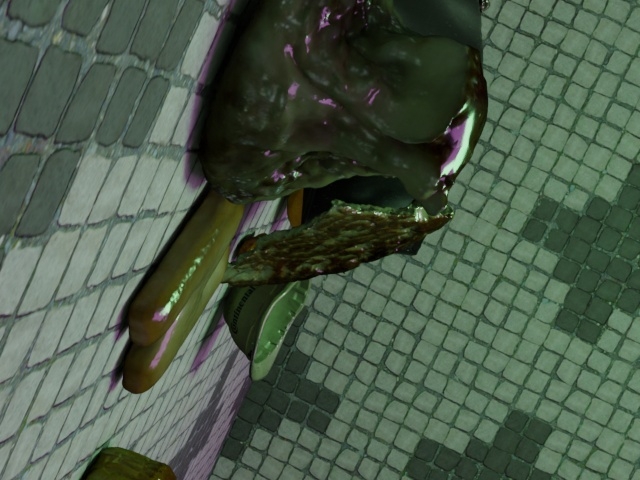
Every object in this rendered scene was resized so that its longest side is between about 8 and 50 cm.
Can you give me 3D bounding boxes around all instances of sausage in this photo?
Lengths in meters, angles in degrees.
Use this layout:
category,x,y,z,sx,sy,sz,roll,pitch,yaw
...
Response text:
category,x,y,z,sx,sy,sz,roll,pitch,yaw
sausage,-0.132,0.020,1.997,0.062,0.054,0.183,-37,-178,8

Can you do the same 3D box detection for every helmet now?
category,x,y,z,sx,sy,sz,roll,pitch,yaw
helmet,-0.138,0.155,2.113,0.257,0.137,0.204,-62,164,-9

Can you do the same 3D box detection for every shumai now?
category,x,y,z,sx,sy,sz,roll,pitch,yaw
shumai,0.048,-0.173,1.288,0.397,0.323,0.324,108,7,-55

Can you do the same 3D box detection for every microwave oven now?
category,x,y,z,sx,sy,sz,roll,pitch,yaw
microwave oven,0.117,-0.227,1.813,0.432,0.236,0.374,111,-15,-58

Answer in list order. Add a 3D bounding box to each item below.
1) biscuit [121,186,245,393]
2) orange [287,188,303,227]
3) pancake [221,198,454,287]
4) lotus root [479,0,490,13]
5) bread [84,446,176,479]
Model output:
category,x,y,z,sx,sy,sz,roll,pitch,yaw
biscuit,-0.196,0.066,1.431,0.291,0.062,0.237,-60,174,-39
orange,0.038,-0.089,2.283,0.246,0.246,0.246,25,90,-86
pancake,0.004,0.000,1.730,0.427,0.305,0.067,-24,-112,36
lotus root,0.225,-0.511,1.889,0.343,0.151,0.169,-112,-166,-46
bread,-0.329,0.457,1.558,0.227,0.142,0.253,95,21,-56
